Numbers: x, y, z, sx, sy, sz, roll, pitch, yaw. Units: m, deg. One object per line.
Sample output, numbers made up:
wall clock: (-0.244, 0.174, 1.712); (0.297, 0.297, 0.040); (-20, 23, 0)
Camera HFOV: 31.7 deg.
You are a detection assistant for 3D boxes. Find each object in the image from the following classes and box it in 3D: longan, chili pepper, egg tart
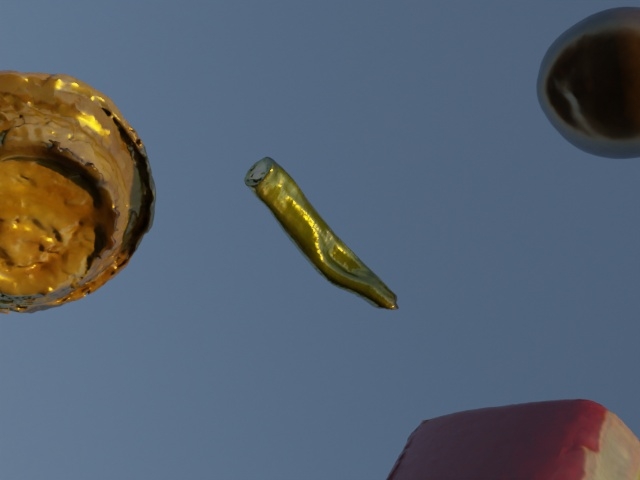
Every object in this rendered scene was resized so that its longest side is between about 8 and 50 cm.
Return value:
longan: (0.330, -0.173, 1.242); (0.187, 0.167, 0.167); (10, -75, 33)
chili pepper: (0.000, 0.000, 1.127); (0.050, 0.052, 0.201); (-36, -76, 30)
egg tart: (-0.367, -0.044, 1.402); (0.132, 0.345, 0.345); (-128, -129, -59)

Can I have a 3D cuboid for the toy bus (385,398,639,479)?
toy bus: (0.050, 0.169, 0.384); (0.121, 0.265, 0.120); (-14, -65, 35)
